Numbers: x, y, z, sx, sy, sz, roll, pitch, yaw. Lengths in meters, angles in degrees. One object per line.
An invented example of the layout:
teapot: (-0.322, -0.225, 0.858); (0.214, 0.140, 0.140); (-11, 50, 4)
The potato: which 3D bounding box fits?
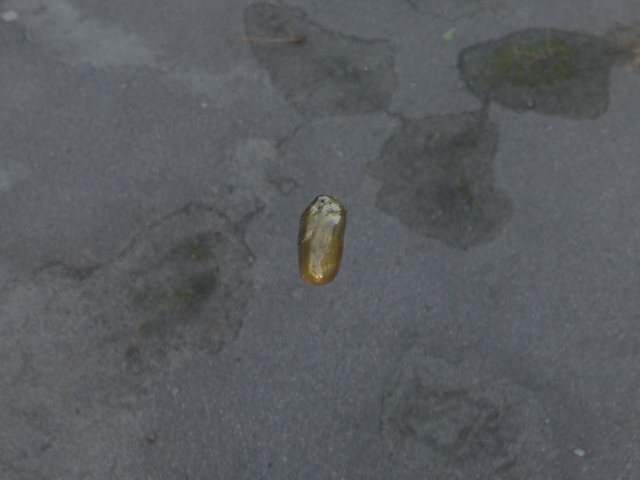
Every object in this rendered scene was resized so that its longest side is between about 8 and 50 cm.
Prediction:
potato: (0.000, 0.000, 0.707); (0.040, 0.051, 0.083); (10, 65, -8)
